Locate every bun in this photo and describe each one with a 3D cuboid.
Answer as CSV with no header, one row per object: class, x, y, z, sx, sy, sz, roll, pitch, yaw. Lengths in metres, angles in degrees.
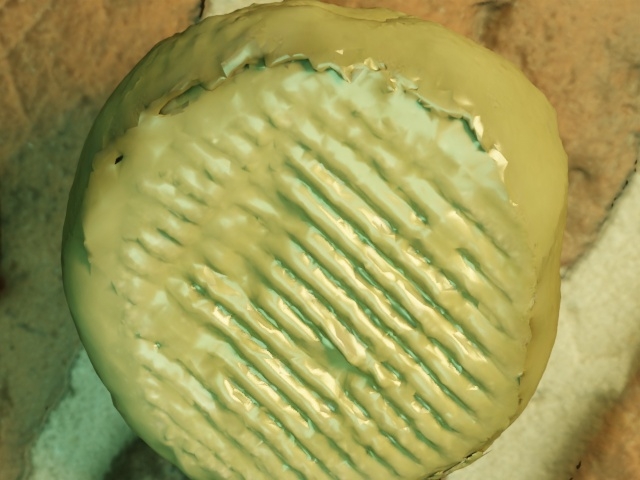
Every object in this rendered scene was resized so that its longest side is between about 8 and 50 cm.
bun,0.000,0.000,0.691,0.360,0.211,0.359,4,112,9
